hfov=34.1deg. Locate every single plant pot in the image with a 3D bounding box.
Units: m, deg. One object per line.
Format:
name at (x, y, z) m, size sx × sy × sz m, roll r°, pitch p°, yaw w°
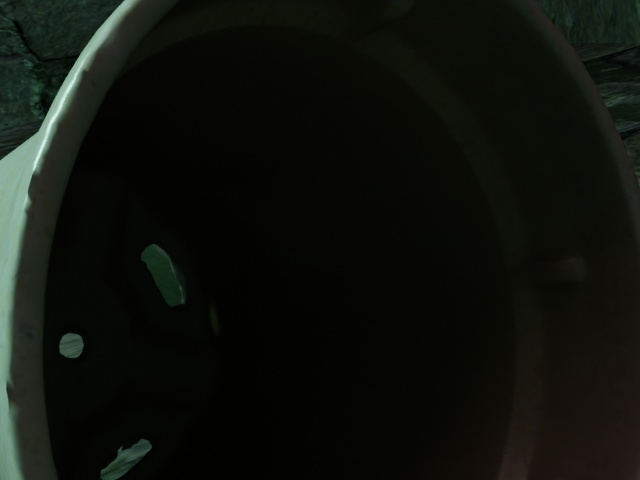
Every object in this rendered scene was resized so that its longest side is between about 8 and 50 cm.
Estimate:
plant pot at (-0.057, 0.051, 0.510) m, size 0.334 × 0.334 × 0.305 m, roll -22°, pitch 9°, yaw -40°

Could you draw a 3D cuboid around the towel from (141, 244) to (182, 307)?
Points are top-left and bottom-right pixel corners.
towel at (0.000, 0.000, 0.869) m, size 0.325 × 0.038 × 0.248 m, roll -9°, pitch -16°, yaw 7°
